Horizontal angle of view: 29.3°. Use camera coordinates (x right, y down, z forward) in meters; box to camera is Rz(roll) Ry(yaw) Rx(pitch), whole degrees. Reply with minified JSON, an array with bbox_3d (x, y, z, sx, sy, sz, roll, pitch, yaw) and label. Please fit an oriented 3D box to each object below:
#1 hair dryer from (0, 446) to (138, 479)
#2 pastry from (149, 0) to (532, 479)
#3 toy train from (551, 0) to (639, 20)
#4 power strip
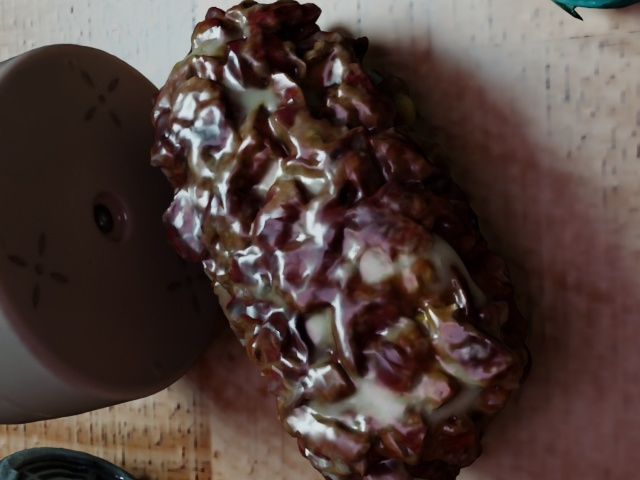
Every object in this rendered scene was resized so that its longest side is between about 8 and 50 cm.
[{"bbox_3d":[-0.225,0.124,0.639,0.352,0.107,0.189,40,112,32],"label":"hair dryer"},{"bbox_3d":[0.002,-0.001,0.471,0.115,0.097,0.209,-34,72,21],"label":"pastry"},{"bbox_3d":[0.057,-0.209,0.406,0.298,0.120,0.194,44,111,24],"label":"toy train"},{"bbox_3d":[-0.112,0.000,0.516,0.078,0.154,0.154,-15,84,32],"label":"power strip"}]
